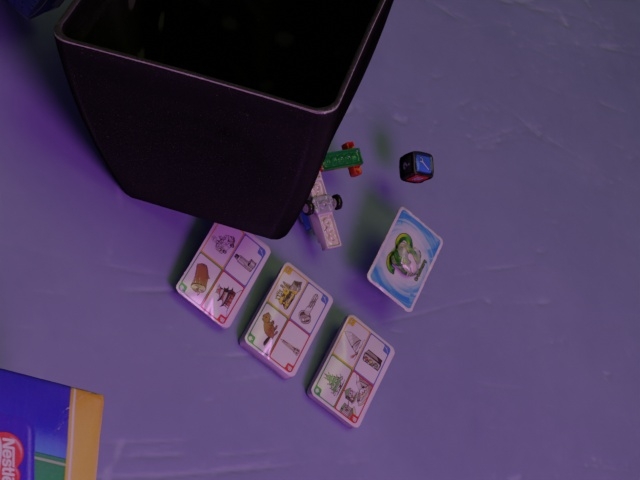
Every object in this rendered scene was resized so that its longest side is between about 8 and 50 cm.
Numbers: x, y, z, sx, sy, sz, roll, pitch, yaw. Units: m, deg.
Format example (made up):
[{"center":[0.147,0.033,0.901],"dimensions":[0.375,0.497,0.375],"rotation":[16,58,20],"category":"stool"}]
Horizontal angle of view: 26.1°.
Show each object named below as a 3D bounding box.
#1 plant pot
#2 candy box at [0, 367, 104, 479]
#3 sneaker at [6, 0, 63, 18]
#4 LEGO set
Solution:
[{"center":[-0.060,-0.113,0.965],"dimensions":[0.187,0.167,0.188],"rotation":[17,50,8],"category":"plant pot"},{"center":[-0.277,0.178,0.672],"dimensions":[0.317,0.122,0.268],"rotation":[21,54,-33],"category":"candy box"},{"center":[-0.302,-0.264,0.909],"dimensions":[0.315,0.127,0.182],"rotation":[51,48,3],"category":"sneaker"},{"center":[0.000,0.000,1.082],"dimensions":[0.182,0.060,0.244],"rotation":[39,58,-19],"category":"LEGO set"}]
